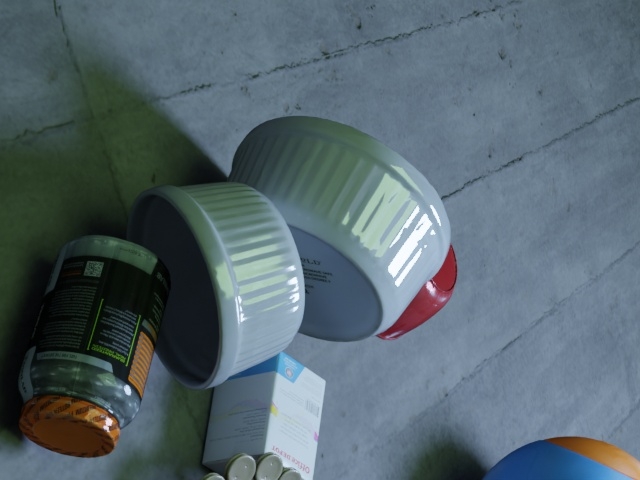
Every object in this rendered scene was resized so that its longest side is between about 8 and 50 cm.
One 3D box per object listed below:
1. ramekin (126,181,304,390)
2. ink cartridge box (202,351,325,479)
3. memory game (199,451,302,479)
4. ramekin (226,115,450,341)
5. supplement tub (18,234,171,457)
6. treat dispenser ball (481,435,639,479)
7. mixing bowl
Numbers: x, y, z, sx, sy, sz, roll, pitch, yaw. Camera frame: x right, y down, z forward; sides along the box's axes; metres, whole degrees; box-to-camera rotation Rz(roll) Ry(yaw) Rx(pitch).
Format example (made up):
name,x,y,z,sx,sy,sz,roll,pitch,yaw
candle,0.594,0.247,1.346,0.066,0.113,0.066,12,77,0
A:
name,x,y,z,sx,sy,sz,roll,pitch,yaw
ramekin,-0.103,0.037,1.442,0.109,0.207,0.207,-16,92,-29
ink cartridge box,-0.063,0.207,1.568,0.092,0.090,0.143,40,48,-42
memory game,-0.087,0.304,1.486,0.186,0.012,0.186,-17,118,-36
ramekin,0.000,0.000,1.597,0.273,0.273,0.127,53,52,-32
supplement tub,-0.216,0.101,1.353,0.117,0.117,0.190,45,44,-39
treat dispenser ball,0.335,0.407,1.915,0.288,0.288,0.288,27,57,-50
mixing bowl,0.119,0.036,1.902,0.181,0.098,0.181,27,56,-51
